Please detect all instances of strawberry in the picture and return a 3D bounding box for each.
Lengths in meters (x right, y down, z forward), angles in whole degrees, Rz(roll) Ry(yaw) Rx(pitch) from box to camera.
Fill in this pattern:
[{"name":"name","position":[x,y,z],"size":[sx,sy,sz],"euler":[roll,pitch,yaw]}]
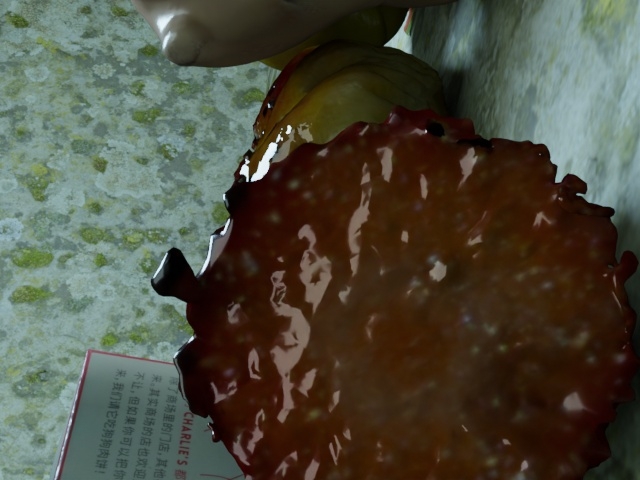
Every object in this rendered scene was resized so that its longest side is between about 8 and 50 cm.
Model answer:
[{"name":"strawberry","position":[0.050,0.051,0.562],"size":[0.178,0.233,0.234],"euler":[18,-100,-71]}]

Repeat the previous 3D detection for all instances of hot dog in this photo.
[{"name":"hot dog","position":[0.000,0.000,0.959],"size":[0.367,0.196,0.366],"euler":[-121,44,-74]}]

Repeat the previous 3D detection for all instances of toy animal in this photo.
[{"name":"toy animal","position":[-0.003,-0.260,0.869],"size":[0.237,0.326,0.269],"euler":[64,-149,-25]}]

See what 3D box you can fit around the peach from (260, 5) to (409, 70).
[{"name":"peach","position":[-0.002,-0.287,1.079],"size":[0.153,0.251,0.251],"euler":[23,108,44]}]

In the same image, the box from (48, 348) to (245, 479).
[{"name":"box","position":[-0.139,0.337,1.108],"size":[0.314,0.312,0.300],"euler":[-89,11,-51]}]

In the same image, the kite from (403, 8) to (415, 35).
[{"name":"kite","position":[0.110,-0.307,1.127],"size":[0.241,0.014,0.183],"euler":[-101,21,-65]}]
